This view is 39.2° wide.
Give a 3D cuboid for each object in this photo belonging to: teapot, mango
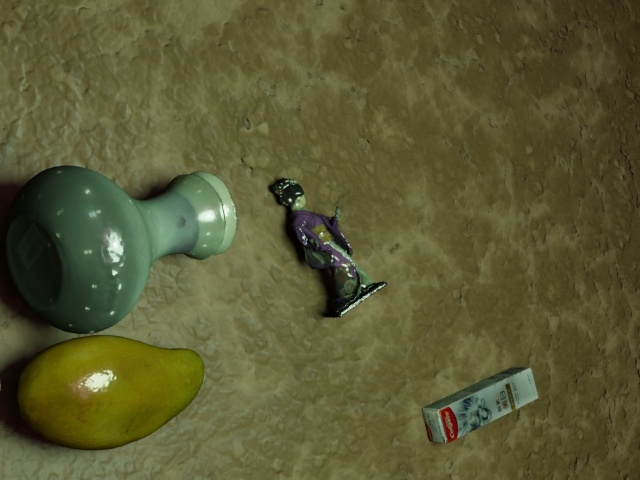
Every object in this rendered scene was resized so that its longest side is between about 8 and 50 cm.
[{"bbox_3d":[-0.217,-0.006,1.012,0.251,0.183,0.183,-21,94,-50],"label":"teapot"},{"bbox_3d":[-0.225,0.166,0.996,0.227,0.099,0.136,2,116,-47],"label":"mango"}]

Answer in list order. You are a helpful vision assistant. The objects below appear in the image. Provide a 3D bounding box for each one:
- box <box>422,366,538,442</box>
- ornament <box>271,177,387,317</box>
[{"bbox_3d":[0.248,0.250,1.381,0.218,0.039,0.055,-16,93,-37],"label":"box"},{"bbox_3d":[0.009,-0.002,1.223,0.081,0.088,0.203,-26,88,-15],"label":"ornament"}]
